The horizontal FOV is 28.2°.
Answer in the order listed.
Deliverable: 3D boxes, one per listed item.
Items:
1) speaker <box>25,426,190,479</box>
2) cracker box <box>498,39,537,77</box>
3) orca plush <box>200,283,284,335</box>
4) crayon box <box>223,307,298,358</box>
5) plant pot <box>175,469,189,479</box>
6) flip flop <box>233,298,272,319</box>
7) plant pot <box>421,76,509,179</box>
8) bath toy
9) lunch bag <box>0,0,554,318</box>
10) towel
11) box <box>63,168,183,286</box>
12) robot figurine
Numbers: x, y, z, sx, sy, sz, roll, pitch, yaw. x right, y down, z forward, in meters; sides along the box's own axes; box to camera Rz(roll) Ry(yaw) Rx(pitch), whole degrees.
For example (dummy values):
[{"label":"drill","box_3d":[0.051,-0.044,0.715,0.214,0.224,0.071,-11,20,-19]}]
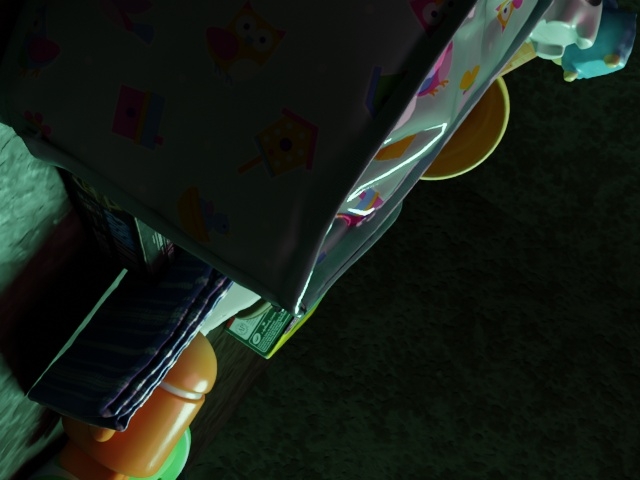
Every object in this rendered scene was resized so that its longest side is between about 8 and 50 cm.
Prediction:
[{"label":"speaker","box_3d":[-0.259,0.289,1.546,0.131,0.131,0.296,-58,174,20]},{"label":"cracker box","box_3d":[0.281,-0.312,1.589,0.156,0.067,0.232,-27,-158,53]},{"label":"orca plush","box_3d":[-0.111,0.039,1.536,0.102,0.151,0.287,-101,-149,-50]},{"label":"crayon box","box_3d":[0.000,0.000,2.242,0.363,0.106,0.313,-57,176,17]},{"label":"plant pot","box_3d":[-0.278,0.383,1.740,0.188,0.187,0.167,-60,-175,30]},{"label":"flip flop","box_3d":[-0.074,-0.007,1.631,0.080,0.112,0.277,-14,148,-41]},{"label":"plant pot","box_3d":[0.156,-0.219,1.852,0.205,0.205,0.188,-58,-163,22]},{"label":"bath toy","box_3d":[0.183,-0.289,1.323,0.151,0.348,0.129,-6,-115,47]},{"label":"lunch bag","box_3d":[-0.025,-0.115,0.692,0.262,0.223,0.160,-56,167,-3]},{"label":"towel","box_3d":[-0.130,0.018,1.155,0.336,0.040,0.243,-54,-159,-18]},{"label":"box","box_3d":[-0.077,-0.123,0.996,0.293,0.073,0.295,-56,176,-13]},{"label":"robot figurine","box_3d":[-0.197,0.169,1.396,0.158,0.128,0.219,25,102,-44]}]
